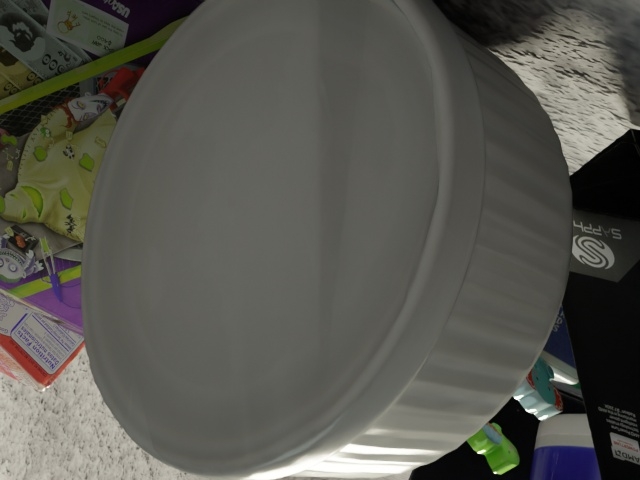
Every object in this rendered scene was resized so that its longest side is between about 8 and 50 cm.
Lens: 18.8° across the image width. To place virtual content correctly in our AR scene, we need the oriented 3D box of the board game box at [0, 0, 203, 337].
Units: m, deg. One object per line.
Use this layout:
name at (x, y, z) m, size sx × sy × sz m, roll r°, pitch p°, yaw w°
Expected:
board game box at (-0.089, -0.030, 1.166) m, size 0.347 × 0.208 × 0.056 m, roll 32°, pitch 167°, yaw -32°

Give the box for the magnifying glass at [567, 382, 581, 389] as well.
magnifying glass at (0.248, 0.125, 1.682) m, size 0.231 × 0.026 × 0.092 m, roll 29°, pitch 168°, yaw -16°

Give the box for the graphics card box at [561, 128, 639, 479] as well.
graphics card box at (0.259, 0.133, 1.009) m, size 0.233 × 0.094 × 0.371 m, roll 13°, pitch 130°, yaw 45°

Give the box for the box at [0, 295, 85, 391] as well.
box at (-0.281, -0.045, 1.444) m, size 0.300 × 0.154 × 0.142 m, roll 48°, pitch 161°, yaw -28°

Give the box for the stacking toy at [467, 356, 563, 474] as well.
stacking toy at (0.130, 0.083, 1.359) m, size 0.167 × 0.052 × 0.221 m, roll -31°, pitch 129°, yaw 27°

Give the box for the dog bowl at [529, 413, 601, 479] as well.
dog bowl at (0.313, 0.230, 1.689) m, size 0.265 × 0.104 × 0.265 m, roll 11°, pitch 168°, yaw 2°

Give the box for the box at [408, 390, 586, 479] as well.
box at (0.157, 0.326, 1.977) m, size 0.179 × 0.343 × 0.312 m, roll 21°, pitch 168°, yaw 8°

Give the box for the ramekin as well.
ramekin at (0.008, -0.001, 0.987) m, size 0.127 × 0.273 × 0.273 m, roll 19°, pitch 175°, yaw -40°

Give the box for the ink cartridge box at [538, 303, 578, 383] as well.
ink cartridge box at (0.000, 0.000, 1.491) m, size 0.324 × 0.071 × 0.330 m, roll 29°, pitch 171°, yaw -29°
